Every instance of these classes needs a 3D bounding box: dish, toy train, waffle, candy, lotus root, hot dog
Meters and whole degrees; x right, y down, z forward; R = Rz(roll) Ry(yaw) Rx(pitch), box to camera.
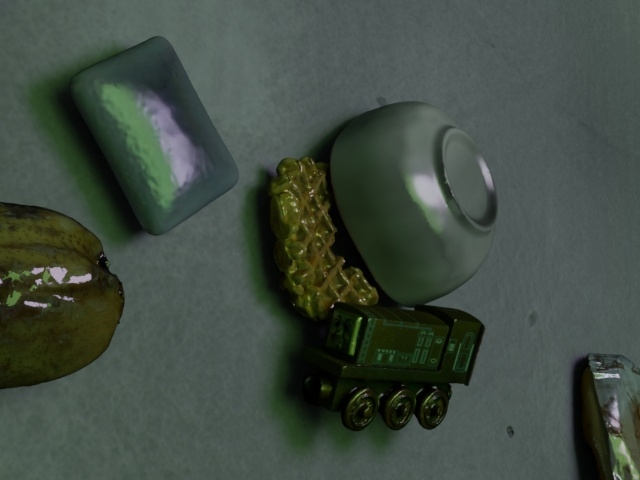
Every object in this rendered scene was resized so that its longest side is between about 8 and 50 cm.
[{"bbox_3d":[0.131,-0.056,1.254,0.256,0.117,0.256,30,51,-45],"label":"dish"},{"bbox_3d":[0.078,0.136,1.170,0.225,0.090,0.137,9,99,-44],"label":"toy train"},{"bbox_3d":[-0.003,0.001,1.183,0.149,0.051,0.194,6,69,-55],"label":"waffle"},{"bbox_3d":[-0.163,-0.105,1.039,0.138,0.071,0.174,-39,108,-44],"label":"candy"},{"bbox_3d":[-0.285,0.043,0.827,0.278,0.154,0.154,5,75,-45],"label":"lotus root"},{"bbox_3d":[0.436,0.292,1.518,0.163,0.082,0.270,24,54,-48],"label":"hot dog"}]
